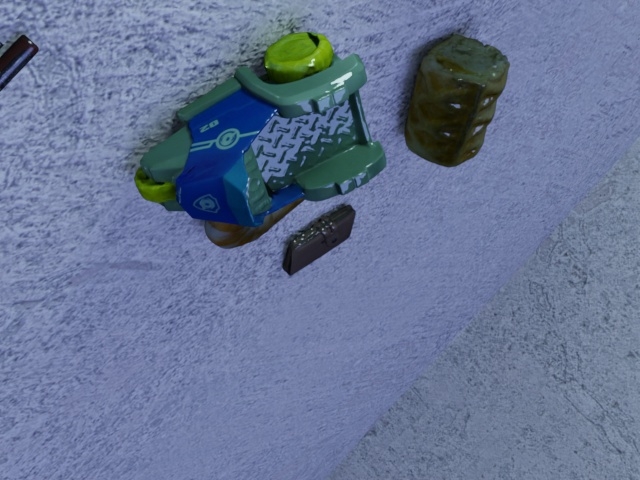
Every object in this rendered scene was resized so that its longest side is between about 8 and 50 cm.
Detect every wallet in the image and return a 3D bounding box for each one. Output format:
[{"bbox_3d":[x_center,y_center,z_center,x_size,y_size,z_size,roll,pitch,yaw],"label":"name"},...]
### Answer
[{"bbox_3d":[0.000,0.000,1.996,0.152,0.039,0.118,-31,158,-21],"label":"wallet"}]

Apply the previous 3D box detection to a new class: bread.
[{"bbox_3d":[0.225,-0.227,1.837,0.152,0.130,0.268,1,147,-5],"label":"bread"}]

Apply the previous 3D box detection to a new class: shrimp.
[{"bbox_3d":[-0.098,-0.057,1.692,0.185,0.068,0.287,-46,158,7],"label":"shrimp"}]

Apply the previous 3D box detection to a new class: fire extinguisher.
[{"bbox_3d":[-0.342,-0.178,1.124,0.100,0.032,0.046,-47,169,-4],"label":"fire extinguisher"}]

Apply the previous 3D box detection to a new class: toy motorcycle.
[{"bbox_3d":[-0.076,-0.115,1.425,0.326,0.200,0.191,-29,131,-14],"label":"toy motorcycle"}]
